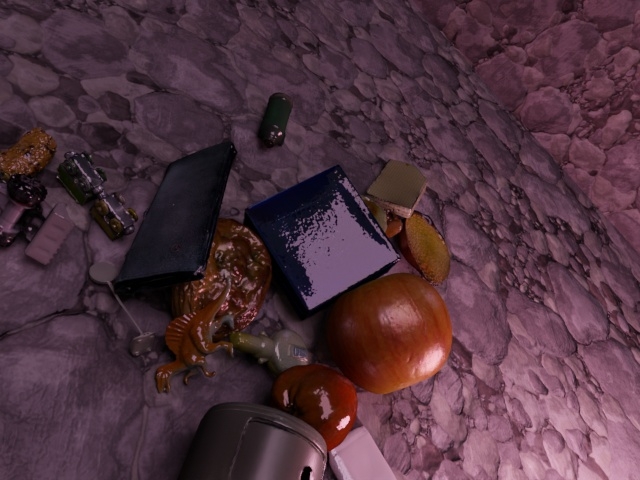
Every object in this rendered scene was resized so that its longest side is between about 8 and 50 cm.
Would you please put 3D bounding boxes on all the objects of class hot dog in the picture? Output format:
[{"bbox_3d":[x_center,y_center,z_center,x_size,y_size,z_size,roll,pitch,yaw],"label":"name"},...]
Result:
[{"bbox_3d":[-0.208,0.072,1.103,0.196,0.122,0.272,30,44,-20],"label":"hot dog"}]

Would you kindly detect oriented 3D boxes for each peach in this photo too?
[{"bbox_3d":[0.297,0.034,1.545,0.189,0.068,0.279,27,43,-21],"label":"peach"}]

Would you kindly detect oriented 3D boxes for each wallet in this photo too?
[{"bbox_3d":[-0.285,-0.059,1.090,0.378,0.191,0.046,-85,155,-43],"label":"wallet"},{"bbox_3d":[0.094,0.486,1.091,0.124,0.032,0.182,-20,71,-44],"label":"wallet"}]

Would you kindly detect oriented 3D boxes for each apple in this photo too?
[{"bbox_3d":[0.151,0.204,1.175,0.286,0.286,0.232,-13,75,-42],"label":"apple"}]

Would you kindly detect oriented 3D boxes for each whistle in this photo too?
[{"bbox_3d":[-0.100,0.221,1.088,0.198,0.057,0.104,29,50,-42],"label":"whistle"}]

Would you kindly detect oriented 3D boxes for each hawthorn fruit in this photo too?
[{"bbox_3d":[-0.014,0.324,1.033,0.189,0.189,0.189,20,50,-25],"label":"hawthorn fruit"}]

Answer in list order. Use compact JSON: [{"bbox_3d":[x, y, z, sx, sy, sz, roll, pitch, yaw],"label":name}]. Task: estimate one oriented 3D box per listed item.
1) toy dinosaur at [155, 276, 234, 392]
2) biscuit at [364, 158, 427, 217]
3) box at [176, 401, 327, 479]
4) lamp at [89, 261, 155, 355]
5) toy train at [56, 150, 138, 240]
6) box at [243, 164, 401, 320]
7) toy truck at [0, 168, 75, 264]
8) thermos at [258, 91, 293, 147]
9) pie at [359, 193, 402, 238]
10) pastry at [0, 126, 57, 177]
[{"bbox_3d":[-0.233,0.174,0.995,0.143,0.057,0.211,0,84,-6],"label":"toy dinosaur"},{"bbox_3d":[0.239,-0.163,1.625,0.150,0.052,0.252,20,41,14],"label":"biscuit"},{"bbox_3d":[-0.112,0.386,0.867,0.226,0.226,0.149,32,46,-15],"label":"box"},{"bbox_3d":[-0.379,0.125,1.006,0.050,0.056,0.198,-20,62,-42],"label":"lamp"},{"bbox_3d":[-0.449,-0.088,1.071,0.202,0.081,0.060,53,45,-3],"label":"toy train"},{"bbox_3d":[0.000,0.000,1.249,0.262,0.116,0.278,-28,76,-18],"label":"box"},{"bbox_3d":[-0.574,-0.082,0.938,0.286,0.136,0.111,37,13,-16],"label":"toy truck"},{"bbox_3d":[-0.130,-0.329,1.496,0.073,0.083,0.187,13,51,-2],"label":"thermos"},{"bbox_3d":[0.074,-0.034,1.420,0.257,0.105,0.274,30,43,4],"label":"pie"},{"bbox_3d":[-0.579,-0.163,1.044,0.080,0.056,0.140,34,51,-2],"label":"pastry"}]
